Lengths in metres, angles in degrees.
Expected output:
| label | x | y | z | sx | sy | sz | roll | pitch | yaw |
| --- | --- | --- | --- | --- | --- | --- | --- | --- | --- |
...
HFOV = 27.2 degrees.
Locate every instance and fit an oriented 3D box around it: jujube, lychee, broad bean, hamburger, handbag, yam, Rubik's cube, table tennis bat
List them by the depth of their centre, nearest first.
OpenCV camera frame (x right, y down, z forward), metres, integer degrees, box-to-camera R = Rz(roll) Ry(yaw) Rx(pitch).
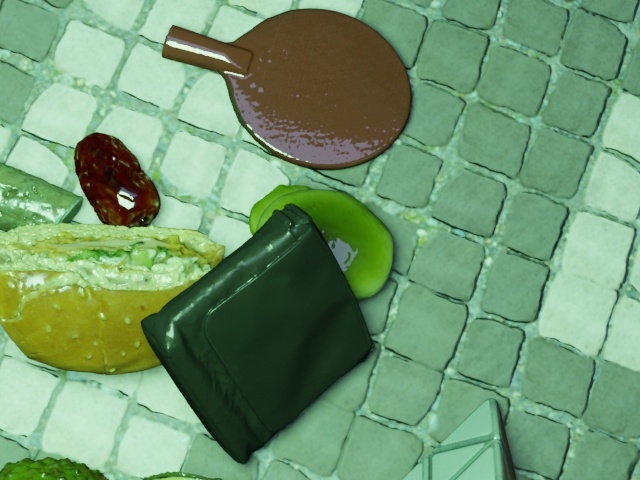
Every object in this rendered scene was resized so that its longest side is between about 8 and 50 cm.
| label | x | y | z | sx | sy | sz | roll | pitch | yaw |
| --- | --- | --- | --- | --- | --- | --- | --- | --- | --- |
| lychee | -0.289 | 0.305 | 1.413 | 0.171 | 0.171 | 0.171 | 1 | 78 | -6 |
| Rubik's cube | 0.160 | 0.339 | 1.456 | 0.228 | 0.233 | 0.229 | -2 | 119 | -43 |
| handbag | -0.065 | 0.102 | 1.457 | 0.223 | 0.247 | 0.080 | -41 | 45 | -15 |
| hamburger | -0.230 | 0.073 | 1.466 | 0.283 | 0.144 | 0.156 | 2 | 108 | -14 |
| yam | -0.369 | -0.050 | 1.521 | 0.179 | 0.078 | 0.078 | 22 | 76 | -4 |
| jujube | -0.241 | -0.068 | 1.538 | 0.077 | 0.077 | 0.129 | -33 | 78 | -12 |
| broad bean | 0.000 | 0.000 | 1.551 | 0.174 | 0.082 | 0.124 | 15 | 77 | -13 |
| table tennis bat | -0.039 | -0.197 | 1.605 | 0.310 | 0.038 | 0.200 | 17 | 76 | -3 |

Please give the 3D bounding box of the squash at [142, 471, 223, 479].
| label | x | y | z | sx | sy | sz | roll | pitch | yaw |
| --- | --- | --- | --- | --- | --- | --- | --- | --- | --- |
| squash | -0.151 | 0.381 | 1.383 | 0.132 | 0.132 | 0.247 | 9 | 57 | -4 |
